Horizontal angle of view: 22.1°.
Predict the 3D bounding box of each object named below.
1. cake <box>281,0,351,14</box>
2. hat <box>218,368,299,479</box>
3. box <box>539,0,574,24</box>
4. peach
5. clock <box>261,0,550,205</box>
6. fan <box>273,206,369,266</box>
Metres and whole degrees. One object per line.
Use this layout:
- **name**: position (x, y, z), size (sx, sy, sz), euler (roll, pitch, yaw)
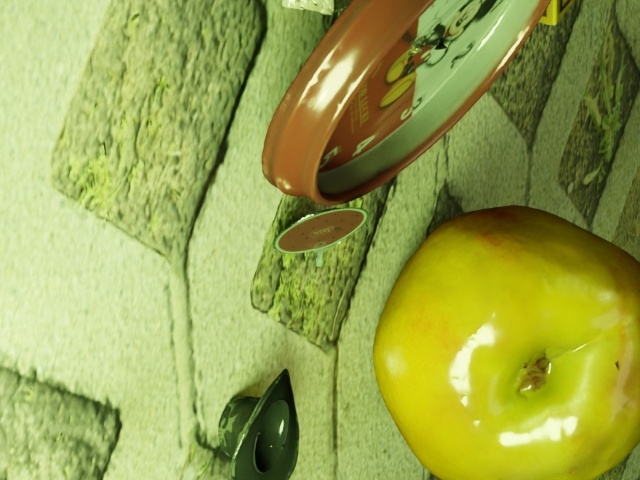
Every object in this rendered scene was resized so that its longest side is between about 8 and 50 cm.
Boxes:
- **cake**: position (0.015, -0.198, 1.285), size (0.121, 0.052, 0.065), euler (20, 83, -66)
- **hat**: position (-0.057, 0.164, 1.384), size (0.121, 0.050, 0.121), euler (-39, 135, -52)
- **box**: position (0.228, -0.382, 1.544), size (0.193, 0.084, 0.301), euler (-49, 147, -39)
- **peach**: position (0.190, 0.111, 1.602), size (0.308, 0.289, 0.289), euler (-98, -155, -85)
- **clock**: position (0.071, -0.159, 1.298), size (0.318, 0.080, 0.318), euler (-42, 164, -15)
- **fan**: position (0.000, 0.000, 1.392), size (0.085, 0.005, 0.133), euler (-17, 160, -8)
